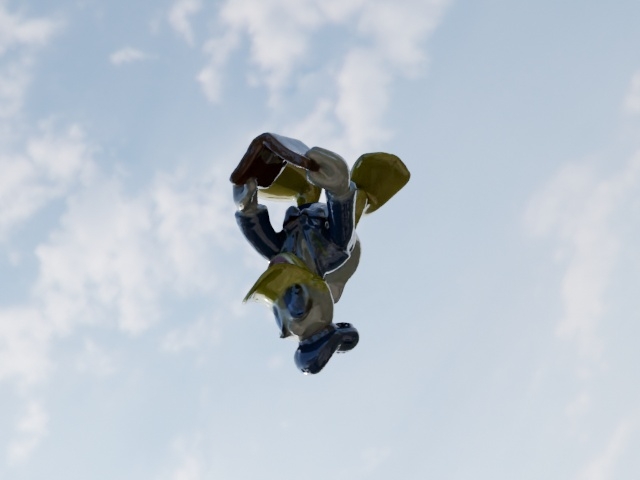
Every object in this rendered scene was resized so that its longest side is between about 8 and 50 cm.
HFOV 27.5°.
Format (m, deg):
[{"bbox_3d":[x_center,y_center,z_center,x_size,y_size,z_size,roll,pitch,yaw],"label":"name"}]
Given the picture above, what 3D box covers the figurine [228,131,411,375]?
[{"bbox_3d":[0.000,0.000,1.517,0.283,0.204,0.338,70,-166,-50],"label":"figurine"}]
